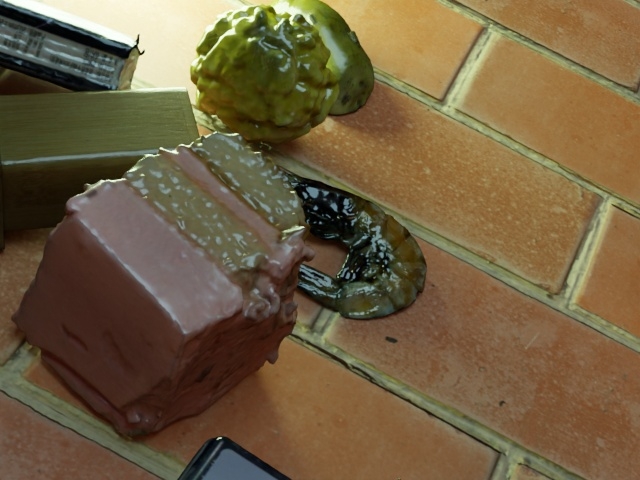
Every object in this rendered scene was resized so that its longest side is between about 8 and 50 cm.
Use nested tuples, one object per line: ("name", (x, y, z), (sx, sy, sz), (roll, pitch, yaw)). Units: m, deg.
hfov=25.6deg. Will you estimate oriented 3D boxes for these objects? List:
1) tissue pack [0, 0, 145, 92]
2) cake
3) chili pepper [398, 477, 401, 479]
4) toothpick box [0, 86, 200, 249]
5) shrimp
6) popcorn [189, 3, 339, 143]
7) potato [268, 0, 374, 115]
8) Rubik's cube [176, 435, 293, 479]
("tissue pack", (-0.463, -0.321, 2.206), (0.361, 0.122, 0.259), (18, 4, -7))
("cake", (-0.194, 0.058, 1.904), (0.293, 0.314, 0.307), (45, 45, 18))
("chili pepper", (0.029, 0.393, 1.867), (0.268, 0.059, 0.050), (-29, 102, -43))
("toothpick box", (-0.340, -0.122, 2.061), (0.308, 0.190, 0.187), (-5, 49, -15))
("shrimp", (0.000, 0.000, 2.222), (0.365, 0.071, 0.233), (24, 48, -9))
("popcorn", (-0.091, -0.279, 2.354), (0.249, 0.249, 0.225), (33, 15, 9))
("potato", (0.002, -0.357, 2.533), (0.160, 0.111, 0.271), (-20, 58, -34))
("Rubik's cube", (-0.100, 0.467, 1.544), (0.318, 0.313, 0.316), (33, 44, 7))
